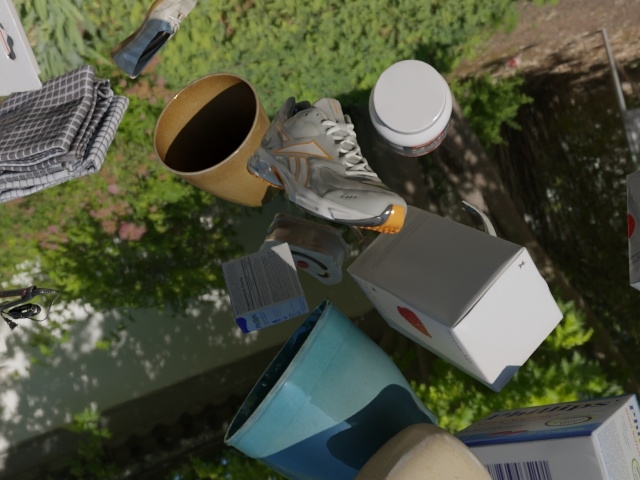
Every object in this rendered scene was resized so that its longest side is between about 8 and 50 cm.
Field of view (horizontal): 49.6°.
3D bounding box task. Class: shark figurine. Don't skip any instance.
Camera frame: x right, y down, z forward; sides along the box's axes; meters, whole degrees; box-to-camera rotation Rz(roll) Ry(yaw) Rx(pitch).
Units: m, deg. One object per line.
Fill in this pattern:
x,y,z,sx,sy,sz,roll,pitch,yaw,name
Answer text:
0.380,0.049,1.661,0.166,0.278,0.116,18,-159,23,shark figurine

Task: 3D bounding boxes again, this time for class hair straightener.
-0.629,0.138,1.429,0.230,0.089,0.047,-11,-161,17,hair straightener

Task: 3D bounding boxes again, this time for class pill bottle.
0.234,-0.339,1.799,0.210,0.210,0.363,-15,178,9,pill bottle

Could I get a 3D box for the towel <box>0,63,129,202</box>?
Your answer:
-0.538,-0.207,1.348,0.283,0.121,0.235,-13,-135,22,towel

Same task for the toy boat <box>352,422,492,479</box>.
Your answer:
0.156,0.424,0.917,0.267,0.318,0.148,-41,177,-30,toy boat

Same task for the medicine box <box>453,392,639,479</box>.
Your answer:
0.366,0.360,1.119,0.263,0.149,0.289,-18,171,34,medicine box

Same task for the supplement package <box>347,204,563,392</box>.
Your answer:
0.219,0.087,1.174,0.175,0.177,0.293,-45,-148,-12,supplement package

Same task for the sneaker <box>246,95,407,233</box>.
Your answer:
0.008,-0.096,0.777,0.099,0.121,0.262,11,-165,-41,sneaker

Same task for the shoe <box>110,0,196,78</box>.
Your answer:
-0.300,-0.387,1.288,0.219,0.058,0.076,-35,171,24,shoe

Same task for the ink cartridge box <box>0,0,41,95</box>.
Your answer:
-0.687,-0.386,1.326,0.353,0.207,0.119,0,-146,16,ink cartridge box

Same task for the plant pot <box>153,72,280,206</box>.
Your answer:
-0.182,-0.182,1.463,0.237,0.237,0.254,-14,151,17,plant pot

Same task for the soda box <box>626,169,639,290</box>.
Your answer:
0.725,-0.023,1.482,0.091,0.287,0.098,27,148,-25,soda box

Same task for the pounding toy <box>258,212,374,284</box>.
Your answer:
0.000,0.000,1.665,0.269,0.155,0.154,15,152,10,pounding toy

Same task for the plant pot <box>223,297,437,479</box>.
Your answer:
0.032,0.273,1.087,0.272,0.255,0.271,-54,-177,3,plant pot

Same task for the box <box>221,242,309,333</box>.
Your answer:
-0.106,0.091,1.328,0.137,0.126,0.072,-18,148,-2,box
